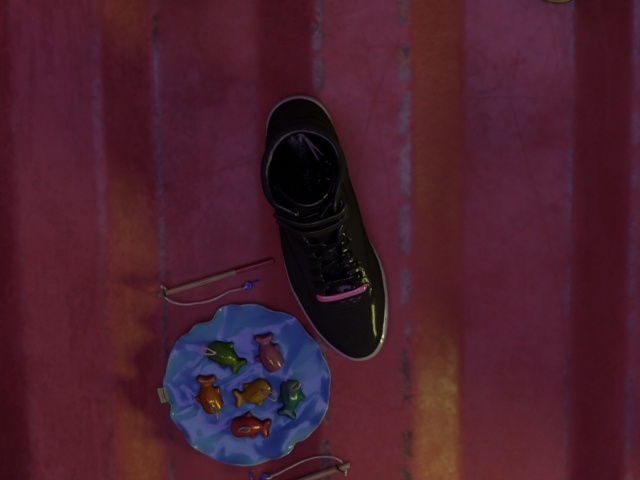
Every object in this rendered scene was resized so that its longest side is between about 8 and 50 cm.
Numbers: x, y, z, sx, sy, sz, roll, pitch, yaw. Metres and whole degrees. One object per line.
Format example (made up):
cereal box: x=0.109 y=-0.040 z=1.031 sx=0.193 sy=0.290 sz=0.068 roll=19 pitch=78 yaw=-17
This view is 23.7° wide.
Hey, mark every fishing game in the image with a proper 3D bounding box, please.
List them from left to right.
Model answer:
fishing game: x=-0.084 y=0.160 z=1.673 sx=0.189 sy=0.041 sz=0.264 roll=-16 pitch=98 yaw=5

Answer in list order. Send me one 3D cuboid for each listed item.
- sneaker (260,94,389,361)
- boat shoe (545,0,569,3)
sneaker: x=0.000 y=0.000 z=1.582 sx=0.105 sy=0.147 sz=0.295 roll=-14 pitch=100 yaw=6
boat shoe: x=0.325 y=-0.349 z=1.512 sx=0.302 sy=0.098 sz=0.109 roll=-41 pitch=94 yaw=11
